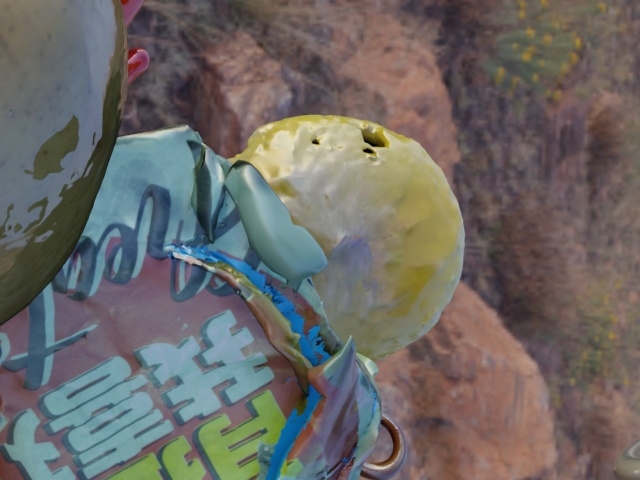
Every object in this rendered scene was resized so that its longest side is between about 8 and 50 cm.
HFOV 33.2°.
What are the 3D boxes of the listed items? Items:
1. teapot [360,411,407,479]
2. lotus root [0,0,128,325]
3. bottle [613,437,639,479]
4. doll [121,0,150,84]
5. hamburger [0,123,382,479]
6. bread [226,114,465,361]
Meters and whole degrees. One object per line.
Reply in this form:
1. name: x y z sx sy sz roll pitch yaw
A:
1. teapot: -0.003 0.181 1.250 0.135 0.252 0.178 -54 165 -11
2. lotus root: -0.153 -0.067 0.359 0.310 0.183 0.182 128 -17 -57
3. bottle: 0.278 0.235 0.657 0.120 0.120 0.253 -9 77 -67
4. doll: -0.277 -0.136 0.941 0.200 0.336 0.105 22 26 -36
5. hamburger: -0.095 0.057 0.610 0.150 0.261 0.275 -86 177 -69
6. bread: 0.003 -0.002 0.789 0.170 0.197 0.197 -130 -141 -79
